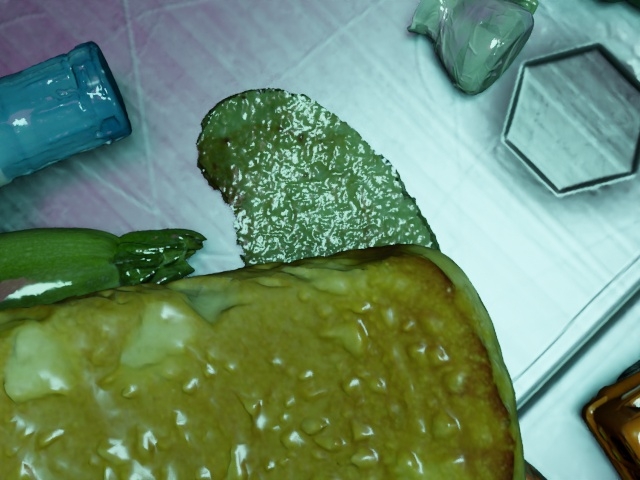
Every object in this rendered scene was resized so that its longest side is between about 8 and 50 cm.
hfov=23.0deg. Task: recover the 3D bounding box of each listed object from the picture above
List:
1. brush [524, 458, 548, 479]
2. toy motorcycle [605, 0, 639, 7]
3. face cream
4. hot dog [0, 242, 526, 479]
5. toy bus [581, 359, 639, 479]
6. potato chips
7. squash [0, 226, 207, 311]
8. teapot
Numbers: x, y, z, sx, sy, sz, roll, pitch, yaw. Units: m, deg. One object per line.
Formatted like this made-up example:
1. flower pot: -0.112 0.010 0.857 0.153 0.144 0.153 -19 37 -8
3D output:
1. brush: 0.144 0.195 0.964 0.070 0.051 0.323 -41 90 6
2. toy motorcycle: 0.249 -0.208 0.904 0.326 0.200 0.191 38 88 5
3. face cream: -0.278 -0.030 0.936 0.337 0.080 0.163 -21 45 1
4. hot dog: -0.101 0.125 0.839 0.405 0.223 0.185 -9 79 -31
5. toy bus: 0.328 0.066 0.914 0.329 0.153 0.143 -32 86 -1
6. potato chips: 0.000 0.000 0.986 0.209 0.026 0.142 33 85 0
7. squash: -0.231 0.053 0.956 0.341 0.094 0.094 -24 87 2
8. teapot: 0.096 -0.136 0.977 0.064 0.064 0.083 40 56 9
